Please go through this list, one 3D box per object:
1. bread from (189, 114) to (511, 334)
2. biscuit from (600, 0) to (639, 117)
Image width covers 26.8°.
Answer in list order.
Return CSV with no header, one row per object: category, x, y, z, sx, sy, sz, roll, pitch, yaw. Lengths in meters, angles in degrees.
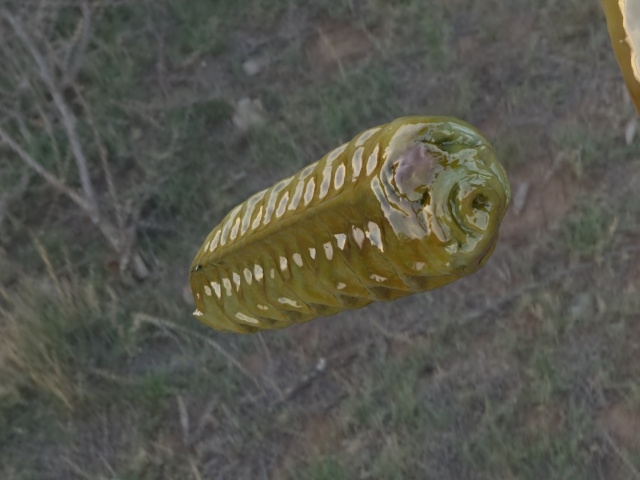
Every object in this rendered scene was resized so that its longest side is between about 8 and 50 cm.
bread,0.001,0.001,0.772,0.077,0.367,0.084,28,73,-14
biscuit,0.193,-0.201,0.507,0.237,0.062,0.291,-24,71,30
